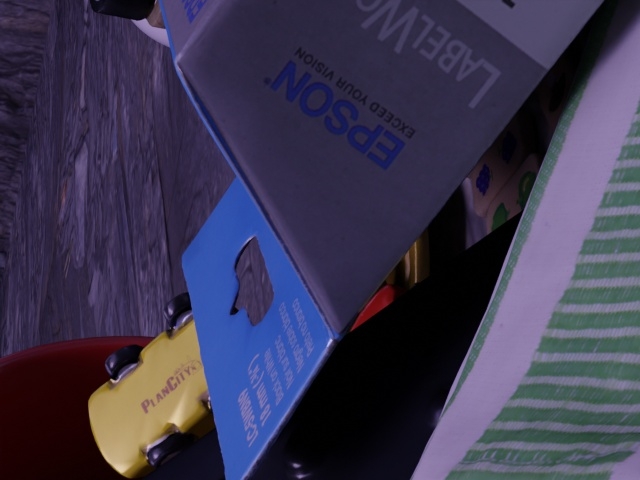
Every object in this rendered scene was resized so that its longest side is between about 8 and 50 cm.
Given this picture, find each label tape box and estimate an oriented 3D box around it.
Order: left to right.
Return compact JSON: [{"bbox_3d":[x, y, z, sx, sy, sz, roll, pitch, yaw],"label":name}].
[{"bbox_3d":[0.011,-0.108,0.577,0.334,0.106,0.240,-53,18,11],"label":"label tape box"}]

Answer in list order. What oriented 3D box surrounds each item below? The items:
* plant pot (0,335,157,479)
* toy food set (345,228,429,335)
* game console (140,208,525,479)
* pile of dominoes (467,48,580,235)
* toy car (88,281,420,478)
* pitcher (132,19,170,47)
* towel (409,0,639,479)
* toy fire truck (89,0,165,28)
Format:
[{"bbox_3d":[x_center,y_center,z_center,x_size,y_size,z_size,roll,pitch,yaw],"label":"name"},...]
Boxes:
[{"bbox_3d":[-0.114,0.231,0.896,0.275,0.275,0.243,-107,17,-53],"label":"plant pot"},{"bbox_3d":[0.009,0.023,0.817,0.128,0.071,0.218,-169,80,-79],"label":"toy food set"},{"bbox_3d":[0.048,0.167,0.432,0.342,0.060,0.387,-40,38,25],"label":"game console"},{"bbox_3d":[0.087,-0.085,0.677,0.251,0.040,0.196,-104,26,-50],"label":"pile of dominoes"},{"bbox_3d":[0.000,0.000,0.729,0.239,0.053,0.225,-6,78,31],"label":"toy car"},{"bbox_3d":[-0.066,-0.214,1.134,0.178,0.125,0.207,-60,32,7],"label":"pitcher"},{"bbox_3d":[0.131,-0.038,0.348,0.248,0.038,0.325,-65,14,-20],"label":"towel"},{"bbox_3d":[-0.039,-0.267,0.929,0.217,0.158,0.246,-107,34,-44],"label":"toy fire truck"}]
